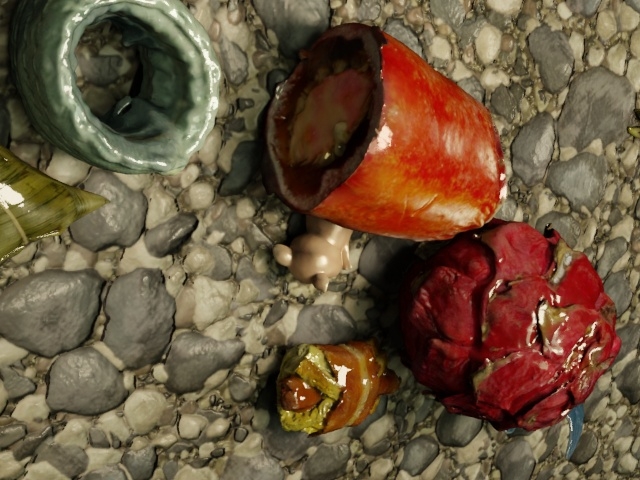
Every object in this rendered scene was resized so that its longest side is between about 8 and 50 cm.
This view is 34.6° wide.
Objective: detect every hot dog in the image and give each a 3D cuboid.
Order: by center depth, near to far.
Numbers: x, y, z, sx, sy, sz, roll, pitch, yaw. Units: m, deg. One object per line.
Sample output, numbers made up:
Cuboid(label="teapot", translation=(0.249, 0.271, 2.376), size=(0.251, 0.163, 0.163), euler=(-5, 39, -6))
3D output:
Cuboid(label="hot dog", translation=(0.029, 0.211, 1.483), size=(0.213, 0.103, 0.146), euler=(-7, 108, -35))

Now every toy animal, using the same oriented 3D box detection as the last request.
Cuboid(label="toy animal", translation=(-0.002, -0.003, 1.409), size=(0.089, 0.084, 0.150), euler=(45, 61, -50))
Cuboid(label="toy animal", translation=(0.344, 0.231, 1.688), size=(0.239, 0.255, 0.176), euler=(39, 109, 3))

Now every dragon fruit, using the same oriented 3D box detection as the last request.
Cuboid(label="dragon fruit", translation=(0.272, 0.124, 1.492), size=(0.329, 0.329, 0.329), euler=(-12, 111, -32))

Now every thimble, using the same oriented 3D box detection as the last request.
Cuboid(label="thimble", translation=(-0.223, -0.182, 1.136), size=(0.205, 0.172, 0.250), euler=(-37, 121, -22))

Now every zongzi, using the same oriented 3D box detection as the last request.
Cuboid(label="zongzi", translation=(-0.344, -0.086, 1.133), size=(0.204, 0.094, 0.204), euler=(-28, 119, -30))

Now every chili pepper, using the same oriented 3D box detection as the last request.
Cuboid(label="chili pepper", translation=(0.090, -0.132, 1.373), size=(0.305, 0.229, 0.251), euler=(17, 56, -50))

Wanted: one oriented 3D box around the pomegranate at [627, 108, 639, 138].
Cuboid(label="pomegranate", translation=(0.656, -0.173, 1.774), size=(0.198, 0.246, 0.198), euler=(13, 90, -74))
